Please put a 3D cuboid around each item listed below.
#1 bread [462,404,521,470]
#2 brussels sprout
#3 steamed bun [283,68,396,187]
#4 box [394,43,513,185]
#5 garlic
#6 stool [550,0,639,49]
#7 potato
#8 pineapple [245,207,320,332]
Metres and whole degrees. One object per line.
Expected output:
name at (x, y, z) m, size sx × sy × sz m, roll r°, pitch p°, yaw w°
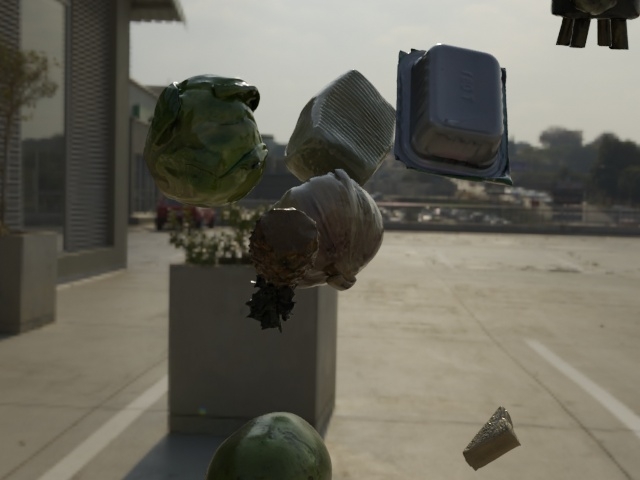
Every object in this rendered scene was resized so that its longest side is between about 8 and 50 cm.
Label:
bread at (0.445, 0.524, 2.169) m, size 0.152 × 0.077 × 0.105 m, roll -31°, pitch 21°, yaw 11°
brussels sprout at (-0.233, -0.203, 1.701) m, size 0.294 × 0.259 × 0.227 m, roll -34°, pitch -13°, yaw 16°
steamed bun at (0.039, -0.263, 2.169) m, size 0.247 × 0.383 × 0.236 m, roll 39°, pitch -49°, yaw -15°
box at (0.302, -0.296, 1.772) m, size 0.264 × 0.336 × 0.106 m, roll 9°, pitch -27°, yaw -9°
garlic at (-0.008, -0.012, 1.927) m, size 0.322 × 0.322 × 0.241 m, roll 1°, pitch 29°, yaw -17°
stool at (0.462, -0.401, 1.408) m, size 0.153 × 0.139 × 0.228 m, roll 15°, pitch 22°, yaw 39°
potato at (-0.082, 0.414, 1.430) m, size 0.216 × 0.215 × 0.304 m, roll 3°, pitch 1°, yaw 26°
pineapple at (-0.077, 0.059, 1.457) m, size 0.128 × 0.248 × 0.128 m, roll 7°, pitch 46°, yaw -8°
